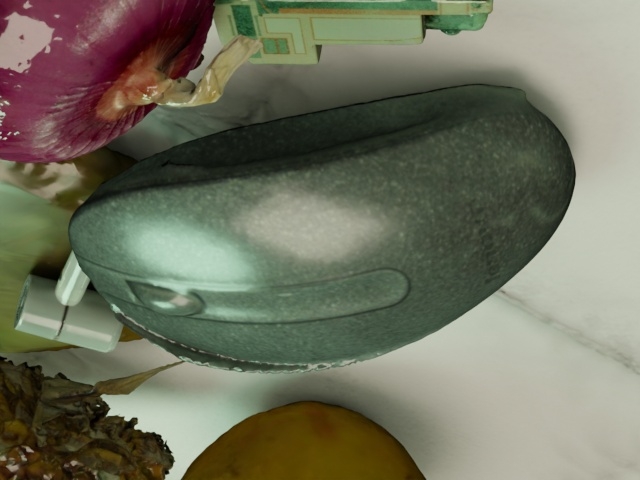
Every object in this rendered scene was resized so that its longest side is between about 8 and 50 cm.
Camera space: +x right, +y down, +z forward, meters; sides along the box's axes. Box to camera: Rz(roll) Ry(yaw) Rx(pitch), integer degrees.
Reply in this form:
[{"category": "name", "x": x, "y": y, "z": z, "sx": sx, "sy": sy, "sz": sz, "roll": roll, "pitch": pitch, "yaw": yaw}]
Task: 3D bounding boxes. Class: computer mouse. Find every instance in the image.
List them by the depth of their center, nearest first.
[{"category": "computer mouse", "x": 0.000, "y": 0.001, "z": 1.002, "sx": 0.374, "sy": 0.114, "sz": 0.203, "roll": -16, "pitch": 136, "yaw": 10}]

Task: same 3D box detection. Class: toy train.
[{"category": "toy train", "x": 0.022, "y": -0.168, "z": 0.882, "sx": 0.194, "sy": 0.080, "sz": 0.125, "roll": 3, "pitch": 150, "yaw": 9}]

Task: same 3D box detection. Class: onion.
[{"category": "onion", "x": -0.169, "y": -0.138, "z": 0.850, "sx": 0.201, "sy": 0.200, "sz": 0.207, "roll": 34, "pitch": 156, "yaw": -26}]

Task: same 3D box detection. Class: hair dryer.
[{"category": "hair dryer", "x": -0.184, "y": 0.029, "z": 1.104, "sx": 0.082, "sy": 0.047, "sz": 0.137, "roll": 15, "pitch": 131, "yaw": -17}]

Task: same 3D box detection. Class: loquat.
[{"category": "loquat", "x": -0.003, "y": 0.294, "z": 1.287, "sx": 0.276, "sy": 0.284, "sz": 0.276, "roll": -9, "pitch": 118, "yaw": -17}]

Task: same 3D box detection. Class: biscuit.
[{"category": "biscuit", "x": -0.264, "y": -0.001, "z": 1.153, "sx": 0.329, "sy": 0.078, "sz": 0.335, "roll": -13, "pitch": 138, "yaw": 20}]

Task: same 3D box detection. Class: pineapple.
[{"category": "pineapple", "x": -0.283, "y": 0.188, "z": 1.254, "sx": 0.335, "sy": 0.161, "sz": 0.158, "roll": 1, "pitch": 99, "yaw": 5}]
